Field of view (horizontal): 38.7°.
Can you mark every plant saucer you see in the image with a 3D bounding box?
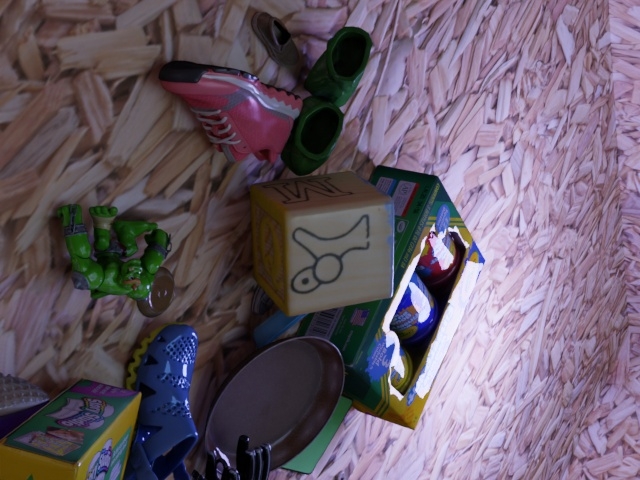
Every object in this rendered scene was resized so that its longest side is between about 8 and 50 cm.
[{"bbox_3d":[-0.257,0.084,1.446,0.083,0.015,0.084,-25,120,-51],"label":"plant saucer"},{"bbox_3d":[-0.090,0.299,1.672,0.310,0.050,0.311,-23,130,-31],"label":"plant saucer"}]

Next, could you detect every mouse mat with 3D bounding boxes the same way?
[{"bbox_3d":[-0.011,0.398,1.895,0.190,0.007,0.152,-59,143,-2],"label":"mouse mat"}]

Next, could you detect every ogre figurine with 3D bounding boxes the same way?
[{"bbox_3d":[-0.293,0.022,1.307,0.197,0.096,0.118,40,48,-70],"label":"ogre figurine"}]

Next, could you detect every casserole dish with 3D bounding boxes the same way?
[{"bbox_3d":[-0.055,0.136,1.668,0.188,0.037,0.114,-39,173,2],"label":"casserole dish"}]

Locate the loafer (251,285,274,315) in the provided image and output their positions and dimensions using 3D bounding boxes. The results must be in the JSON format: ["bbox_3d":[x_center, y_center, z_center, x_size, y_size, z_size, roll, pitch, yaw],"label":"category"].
[{"bbox_3d":[-0.085,0.084,1.682,0.125,0.039,0.045,-63,145,-20],"label":"loafer"}]

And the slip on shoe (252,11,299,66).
[{"bbox_3d":[-0.067,-0.342,1.560,0.135,0.041,0.052,48,61,-52],"label":"slip on shoe"}]

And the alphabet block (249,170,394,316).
[{"bbox_3d":[0.000,0.000,1.578,0.197,0.193,0.193,-8,110,-21],"label":"alphabet block"}]

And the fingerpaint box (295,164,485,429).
[{"bbox_3d":[0.166,0.129,1.962,0.445,0.163,0.371,-63,145,-19],"label":"fingerpaint box"}]

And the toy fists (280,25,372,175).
[{"bbox_3d":[0.007,-0.247,1.625,0.142,0.096,0.279,119,-9,-78],"label":"toy fists"}]

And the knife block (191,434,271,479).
[{"bbox_3d":[-0.143,0.481,1.639,0.242,0.088,0.276,-51,141,-10],"label":"knife block"}]

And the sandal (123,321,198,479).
[{"bbox_3d":[-0.242,0.288,1.433,0.126,0.138,0.318,15,86,-55],"label":"sandal"}]

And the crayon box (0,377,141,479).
[{"bbox_3d":[-0.344,0.372,1.172,0.363,0.106,0.313,-103,-155,-87],"label":"crayon box"}]

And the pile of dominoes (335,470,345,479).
[{"bbox_3d":[0.021,0.669,2.046,0.251,0.040,0.196,-50,139,-36],"label":"pile of dominoes"}]

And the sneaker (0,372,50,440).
[{"bbox_3d":[-0.473,0.264,1.122,0.293,0.102,0.146,-16,121,-50],"label":"sneaker"}]

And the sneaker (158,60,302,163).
[{"bbox_3d":[-0.136,-0.194,1.441,0.313,0.115,0.136,10,94,-57],"label":"sneaker"}]
